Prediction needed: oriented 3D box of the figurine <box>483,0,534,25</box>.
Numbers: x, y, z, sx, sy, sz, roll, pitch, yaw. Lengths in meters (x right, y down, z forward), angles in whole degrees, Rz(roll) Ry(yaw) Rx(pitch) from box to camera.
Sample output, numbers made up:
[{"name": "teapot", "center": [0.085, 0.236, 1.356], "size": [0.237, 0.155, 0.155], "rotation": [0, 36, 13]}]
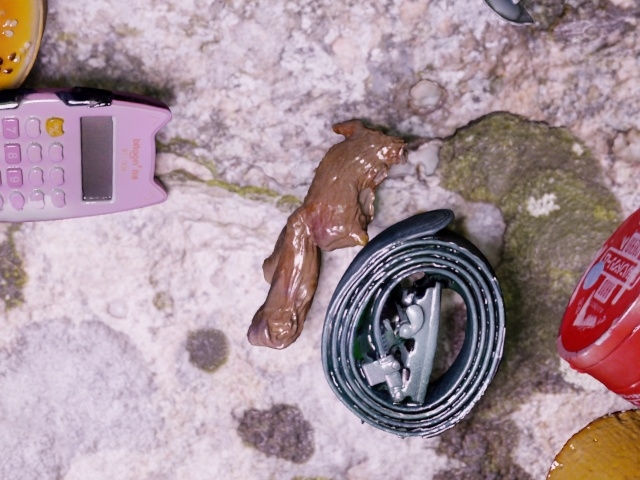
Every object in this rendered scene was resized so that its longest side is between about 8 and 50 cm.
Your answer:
[{"name": "figurine", "center": [0.224, -0.295, 1.421], "size": [0.094, 0.082, 0.086], "rotation": [41, 120, -1]}]

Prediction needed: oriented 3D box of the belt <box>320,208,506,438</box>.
[{"name": "belt", "center": [0.113, 0.092, 1.478], "size": [0.206, 0.116, 0.268], "rotation": [19, 102, 1]}]

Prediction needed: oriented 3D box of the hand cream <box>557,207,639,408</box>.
[{"name": "hand cream", "center": [0.383, 0.077, 1.414], "size": [0.149, 0.230, 0.230], "rotation": [35, 99, -5]}]

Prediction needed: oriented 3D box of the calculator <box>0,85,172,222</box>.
[{"name": "calculator", "center": [-0.317, -0.096, 1.429], "size": [0.294, 0.043, 0.194], "rotation": [-4, 140, -13]}]

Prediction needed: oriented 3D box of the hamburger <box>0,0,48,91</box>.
[{"name": "hamburger", "center": [-0.447, -0.264, 1.399], "size": [0.300, 0.176, 0.300], "rotation": [0, 101, 0]}]

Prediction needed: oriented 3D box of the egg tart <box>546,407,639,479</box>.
[{"name": "egg tart", "center": [0.382, 0.315, 1.484], "size": [0.215, 0.171, 0.215], "rotation": [-3, 103, -14]}]

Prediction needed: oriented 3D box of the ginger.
[{"name": "ginger", "center": [0.001, -0.002, 1.471], "size": [0.122, 0.084, 0.290], "rotation": [31, 93, 27]}]
